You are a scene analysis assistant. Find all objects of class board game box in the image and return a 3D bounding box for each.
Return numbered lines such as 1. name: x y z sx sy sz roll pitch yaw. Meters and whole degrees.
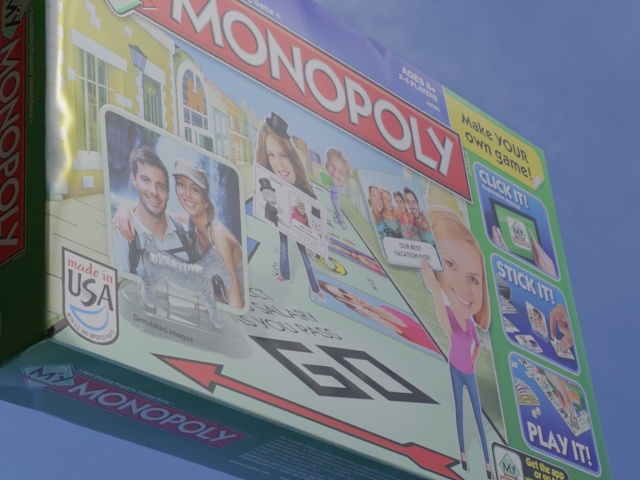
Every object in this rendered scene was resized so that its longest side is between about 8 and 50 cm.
1. board game box: 0.000 0.000 0.628 0.046 0.317 0.213 -29 -127 33
